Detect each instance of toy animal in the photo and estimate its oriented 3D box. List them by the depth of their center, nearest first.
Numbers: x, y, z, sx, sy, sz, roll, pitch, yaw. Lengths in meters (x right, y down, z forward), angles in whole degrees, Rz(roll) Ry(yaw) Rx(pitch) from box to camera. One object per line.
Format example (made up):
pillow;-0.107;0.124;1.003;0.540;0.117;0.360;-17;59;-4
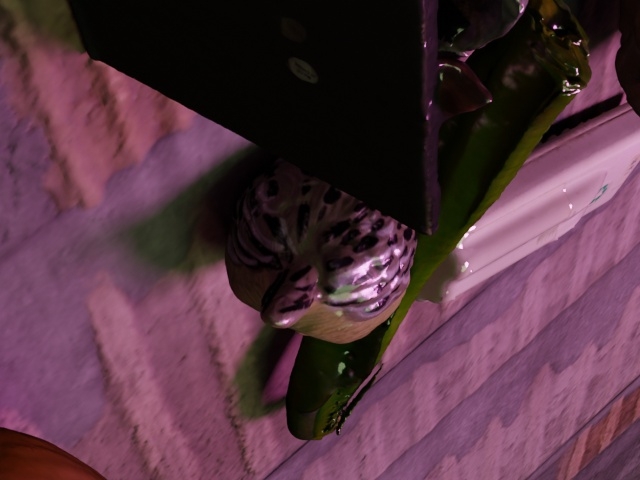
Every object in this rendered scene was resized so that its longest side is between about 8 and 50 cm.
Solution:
toy animal;0.000;0.000;0.738;0.098;0.098;0.137;-47;177;6

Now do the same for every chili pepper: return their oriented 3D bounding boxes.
chili pepper;0.046;0.007;0.877;0.076;0.085;0.359;13;135;-19

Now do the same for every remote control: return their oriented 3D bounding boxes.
remote control;0.140;-0.024;1.009;0.230;0.049;0.090;-27;155;-40

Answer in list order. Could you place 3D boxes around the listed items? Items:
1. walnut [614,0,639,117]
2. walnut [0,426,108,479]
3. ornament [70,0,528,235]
walnut;0.245;-0.125;0.855;0.178;0.178;0.230;-43;157;-4
walnut;-0.153;0.181;0.677;0.203;0.203;0.298;-42;159;-8
ornament;0.028;-0.136;0.523;0.196;0.166;0.153;-55;163;-17
